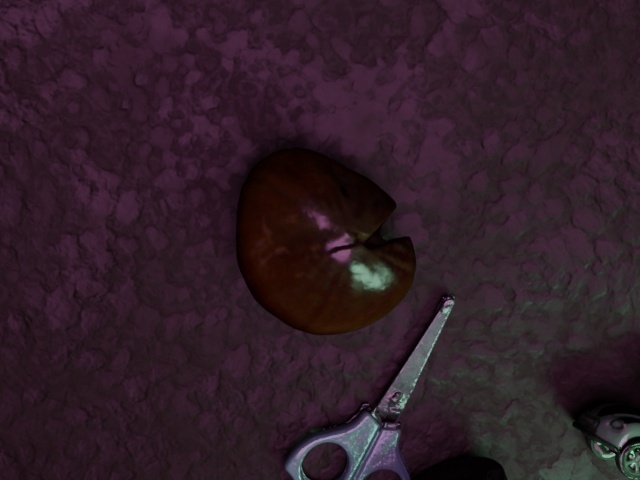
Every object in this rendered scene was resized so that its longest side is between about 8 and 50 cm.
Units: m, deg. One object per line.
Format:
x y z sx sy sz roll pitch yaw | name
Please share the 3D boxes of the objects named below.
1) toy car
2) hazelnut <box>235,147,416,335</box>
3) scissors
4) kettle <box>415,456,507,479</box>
0.494 0.292 1.711 0.306 0.136 0.125 30 90 -7 | toy car
0.000 0.000 1.590 0.217 0.217 0.251 -33 93 4 | hazelnut
0.094 0.230 1.730 0.191 0.029 0.360 26 96 -12 | scissors
0.197 0.436 1.723 0.202 0.144 0.232 -17 108 17 | kettle
